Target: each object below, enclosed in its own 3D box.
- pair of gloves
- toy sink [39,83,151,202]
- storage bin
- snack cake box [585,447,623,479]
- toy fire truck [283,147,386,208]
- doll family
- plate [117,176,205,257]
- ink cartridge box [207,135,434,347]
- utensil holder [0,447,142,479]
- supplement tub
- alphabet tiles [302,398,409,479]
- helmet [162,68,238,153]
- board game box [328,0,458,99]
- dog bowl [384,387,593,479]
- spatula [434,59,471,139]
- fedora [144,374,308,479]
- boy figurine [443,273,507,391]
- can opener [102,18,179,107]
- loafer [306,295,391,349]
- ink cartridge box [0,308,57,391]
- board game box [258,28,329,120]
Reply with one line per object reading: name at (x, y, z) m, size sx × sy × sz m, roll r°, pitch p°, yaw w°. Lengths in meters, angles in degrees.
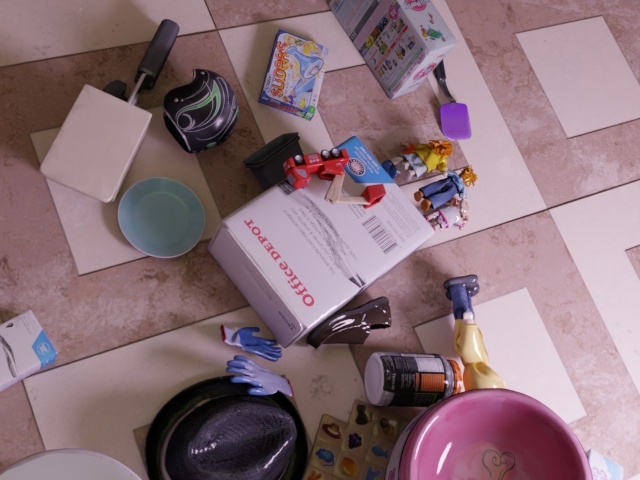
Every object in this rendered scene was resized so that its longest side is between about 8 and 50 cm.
pair of gloves at (-0.133, 0.243, 1.802) m, size 0.159 × 0.023 × 0.198 m, roll 24°, pitch 28°, yaw -35°
toy sink at (-0.471, -0.175, 1.843) m, size 0.153 × 0.131 × 0.234 m, roll 23°, pitch 60°, yaw -10°
storage bin at (-0.097, -0.171, 2.010) m, size 0.135 × 0.098 × 0.091 m, roll -38°, pitch 113°, yaw -29°
snack cake box at (0.537, 0.579, 1.841) m, size 0.089 × 0.152 × 0.264 m, roll 33°, pitch 37°, yaw 2°
toy fire truck at (0.029, -0.124, 1.866) m, size 0.192 × 0.047 × 0.135 m, roll -13°, pitch 71°, yaw -23°
doll family at (0.284, -0.149, 2.119) m, size 0.163 × 0.118 × 0.263 m, roll -28°, pitch 81°, yaw -28°
plate at (-0.340, -0.047, 1.900) m, size 0.188 × 0.024 × 0.188 m, roll 8°, pitch 66°, yaw -18°
ink cartridge box at (0.000, 0.000, 1.923) m, size 0.395 × 0.166 × 0.285 m, roll -34°, pitch 82°, yaw -29°
utensil holder at (-0.429, 0.517, 1.431) m, size 0.327 × 0.385 × 0.327 m, roll 7°, pitch 68°, yaw -17°
supplement tub at (0.199, 0.299, 1.906) m, size 0.190 × 0.117 × 0.117 m, roll 5°, pitch 67°, yaw -19°
alphabet tiles at (0.099, 0.518, 1.840) m, size 0.285 × 0.011 × 0.342 m, roll 25°, pitch 63°, yaw -9°
helmet at (-0.259, -0.288, 1.951) m, size 0.161 × 0.169 × 0.169 m, roll -35°, pitch 84°, yaw -12°
board game box at (0.172, -0.535, 2.177) m, size 0.097 × 0.224 × 0.303 m, roll -26°, pitch 80°, yaw -30°
dog bowl at (0.325, 0.461, 1.676) m, size 0.408 × 0.150 × 0.408 m, roll -1°, pitch 63°, yaw 1°
spatula at (0.321, -0.397, 2.284) m, size 0.084 × 0.030 × 0.296 m, roll -7°, pitch 72°, yaw -20°
fedora at (-0.164, 0.398, 1.710) m, size 0.334 × 0.152 × 0.334 m, roll 7°, pitch 67°, yaw -18°
boy figurine at (0.337, 0.217, 1.959) m, size 0.092 × 0.177 × 0.285 m, roll -14°, pitch 57°, yaw 6°
can opener at (-0.408, -0.385, 1.983) m, size 0.095 × 0.076 × 0.283 m, roll 24°, pitch 62°, yaw -11°
loafer at (0.072, 0.190, 1.923) m, size 0.220 × 0.080 × 0.078 m, roll -22°, pitch 77°, yaw -27°
ink cartridge box at (-0.602, 0.222, 1.671) m, size 0.180 × 0.060 × 0.104 m, roll -31°, pitch 82°, yaw -28°
board game box at (-0.063, -0.399, 2.139) m, size 0.136 × 0.035 × 0.201 m, roll 18°, pitch 64°, yaw -13°
